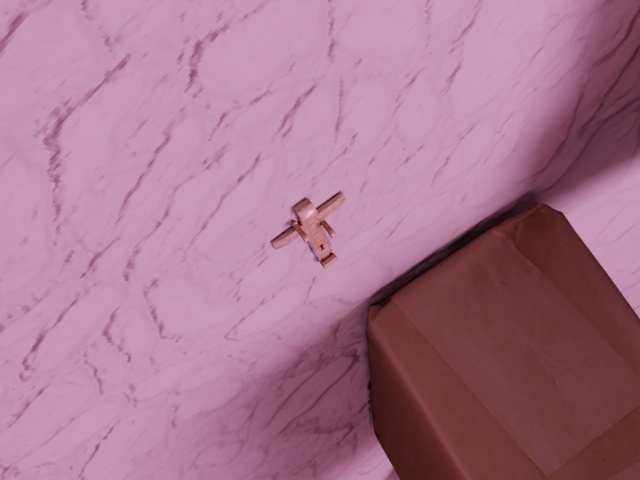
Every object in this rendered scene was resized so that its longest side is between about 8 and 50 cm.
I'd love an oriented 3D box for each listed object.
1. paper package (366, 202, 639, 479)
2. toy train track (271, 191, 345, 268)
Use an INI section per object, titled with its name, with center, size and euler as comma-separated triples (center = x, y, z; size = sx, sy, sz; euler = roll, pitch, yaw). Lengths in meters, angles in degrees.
[paper package]
center = 0.181, 0.193, 0.896
size = 0.168, 0.324, 0.309
euler = -28, 156, -9
[toy train track]
center = 0.000, 0.000, 0.677
size = 0.048, 0.014, 0.083
euler = -36, 157, -5
